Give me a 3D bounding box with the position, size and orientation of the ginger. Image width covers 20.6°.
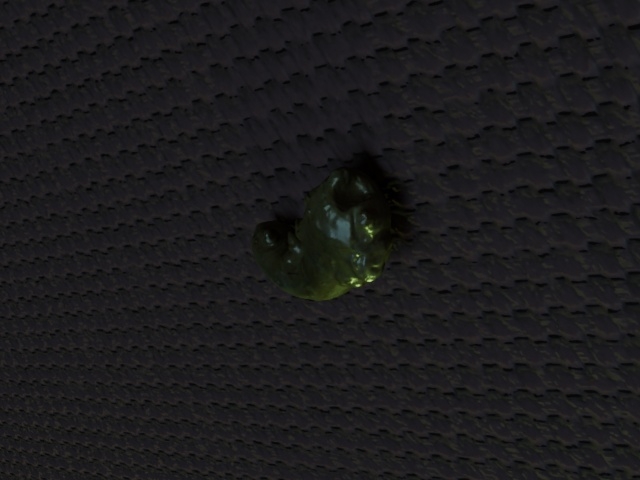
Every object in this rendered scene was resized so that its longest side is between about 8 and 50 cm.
[{"bbox_3d":[0.001,0.003,1.108,0.069,0.051,0.173,55,151,-1],"label":"ginger"}]
